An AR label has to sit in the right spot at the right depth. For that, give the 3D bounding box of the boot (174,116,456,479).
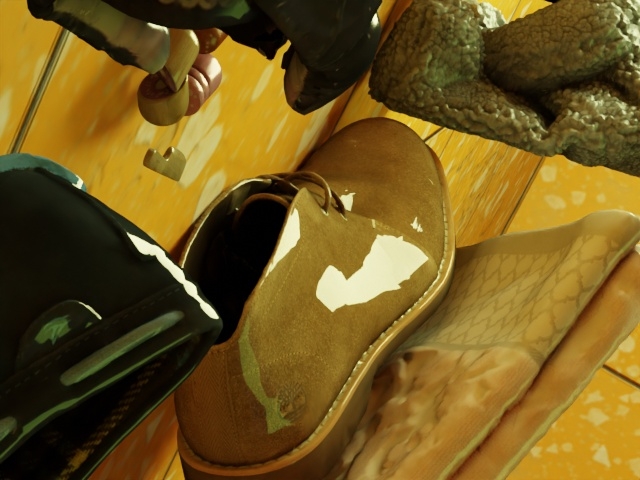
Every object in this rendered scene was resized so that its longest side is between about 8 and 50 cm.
[{"bbox_3d":[0.000,0.000,0.991,0.305,0.112,0.115,-63,147,-52],"label":"boot"}]

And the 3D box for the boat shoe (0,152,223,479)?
[{"bbox_3d":[-0.115,0.087,0.458,0.258,0.089,0.109,-56,170,-20],"label":"boat shoe"}]

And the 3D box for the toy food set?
[{"bbox_3d":[-0.046,-0.085,0.719,0.078,0.019,0.122,29,83,-81],"label":"toy food set"}]

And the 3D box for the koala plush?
[{"bbox_3d":[0.165,-0.164,1.153,0.196,0.203,0.221,-22,129,-76],"label":"koala plush"}]

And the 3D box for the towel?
[{"bbox_3d":[0.015,0.113,1.036,0.317,0.053,0.332,-46,-169,-17],"label":"towel"}]

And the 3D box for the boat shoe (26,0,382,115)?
[{"bbox_3d":[-0.008,-0.126,0.362,0.340,0.127,0.158,63,40,-80],"label":"boat shoe"}]
